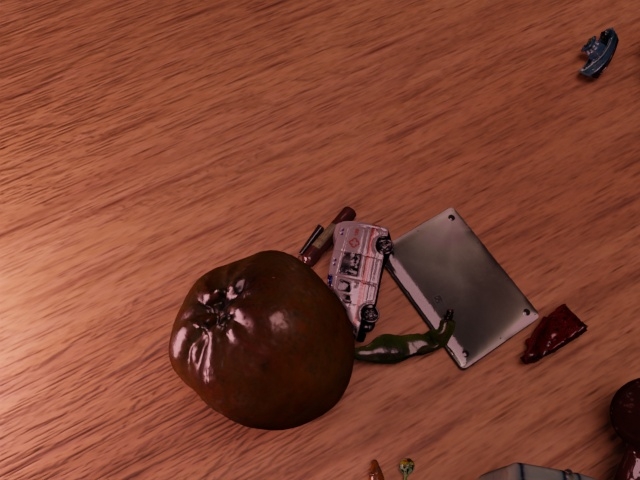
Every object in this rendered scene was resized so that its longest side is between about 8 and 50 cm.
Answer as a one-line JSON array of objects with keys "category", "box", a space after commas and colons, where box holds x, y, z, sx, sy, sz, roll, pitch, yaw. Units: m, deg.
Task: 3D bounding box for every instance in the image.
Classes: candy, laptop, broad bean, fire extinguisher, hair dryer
[{"category": "candy", "box": [0.139, 0.397, 1.094, 0.023, 0.025, 0.083, -3, 73, 25]}, {"category": "laptop", "box": [0.252, 0.080, 1.240, 0.187, 0.015, 0.269, -30, 72, -16]}, {"category": "broad bean", "box": [0.151, 0.180, 1.171, 0.195, 0.046, 0.061, -22, 97, -5]}, {"category": "fire extinguisher", "box": [0.000, 0.000, 1.249, 0.049, 0.035, 0.173, 37, 66, 8]}, {"category": "hair dryer", "box": [0.481, 0.374, 1.011, 0.123, 0.312, 0.340, 20, 87, 14]}]

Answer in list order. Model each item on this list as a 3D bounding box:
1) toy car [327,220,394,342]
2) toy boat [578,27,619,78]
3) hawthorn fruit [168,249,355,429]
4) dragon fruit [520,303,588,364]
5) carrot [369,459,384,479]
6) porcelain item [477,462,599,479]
[{"category": "toy car", "box": [0.060, 0.070, 1.185, 0.108, 0.089, 0.209, 12, 71, 1]}, {"category": "toy boat", "box": [0.596, -0.407, 1.452, 0.061, 0.060, 0.137, 35, 74, -10]}, {"category": "hawthorn fruit", "box": [-0.070, 0.170, 1.054, 0.268, 0.301, 0.268, -23, 50, 30]}, {"category": "dragon fruit", "box": [0.402, 0.165, 1.189, 0.131, 0.097, 0.063, -34, 68, 3]}, {"category": "carrot", "box": [0.100, 0.471, 1.038, 0.061, 0.061, 0.256, -9, 64, -8]}, {"category": "porcelain item", "box": [0.294, 0.465, 0.930, 0.157, 0.281, 0.286, 12, 65, 4]}]
